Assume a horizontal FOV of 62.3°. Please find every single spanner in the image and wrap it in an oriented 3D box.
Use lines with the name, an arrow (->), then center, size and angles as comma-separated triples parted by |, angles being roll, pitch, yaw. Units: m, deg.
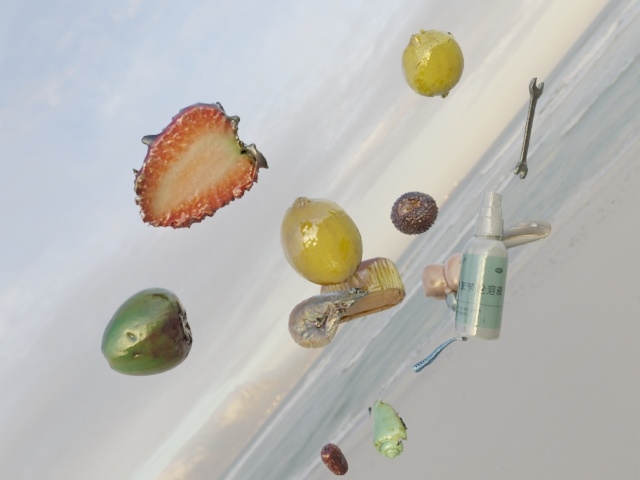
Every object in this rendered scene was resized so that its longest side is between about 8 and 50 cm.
spanner -> 0.530, -0.282, 1.350 | 0.054, 0.015, 0.255 | -4, -75, -37

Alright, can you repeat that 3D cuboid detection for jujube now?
jujube -> 0.053, 0.786, 1.899 | 0.077, 0.129, 0.077 | -35, 13, 9

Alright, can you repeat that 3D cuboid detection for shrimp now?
shrimp -> 0.022, 0.241, 1.658 | 0.316, 0.164, 0.062 | -27, -19, 28

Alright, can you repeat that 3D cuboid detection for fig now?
fig -> -0.359, 0.198, 1.104 | 0.191, 0.181, 0.181 | -25, -21, -32

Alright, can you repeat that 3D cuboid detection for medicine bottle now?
medicine bottle -> 0.396, 0.058, 1.280 | 0.110, 0.110, 0.352 | 5, -88, -81

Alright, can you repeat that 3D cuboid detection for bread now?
bread -> 0.137, 0.166, 1.821 | 0.288, 0.156, 0.204 | -23, -32, 6

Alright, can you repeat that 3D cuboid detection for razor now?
razor -> 0.461, 0.431, 2.045 | 0.253, 0.042, 0.082 | -39, -20, 15

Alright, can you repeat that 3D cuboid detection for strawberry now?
strawberry -> -0.292, -0.157, 1.172 | 0.306, 0.233, 0.137 | -38, 10, -21

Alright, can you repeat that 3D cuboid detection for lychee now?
lychee -> 0.368, -0.100, 2.104 | 0.188, 0.188, 0.188 | -49, -8, -9

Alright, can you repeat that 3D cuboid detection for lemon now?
lemon -> 0.311, -0.499, 1.485 | 0.173, 0.173, 0.206 | -49, -52, -10
lemon -> 0.002, 0.004, 1.549 | 0.235, 0.263, 0.236 | -14, -10, -2

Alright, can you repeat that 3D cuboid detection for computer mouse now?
computer mouse -> 0.503, -0.013, 1.398 | 0.199, 0.045, 0.102 | -18, 16, 35

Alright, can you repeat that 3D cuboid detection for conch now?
conch -> 0.178, 0.487, 1.394 | 0.105, 0.079, 0.170 | -35, 40, 19

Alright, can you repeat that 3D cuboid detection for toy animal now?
toy animal -> 0.535, 0.155, 2.127 | 0.210, 0.221, 0.230 | 26, -89, -38
